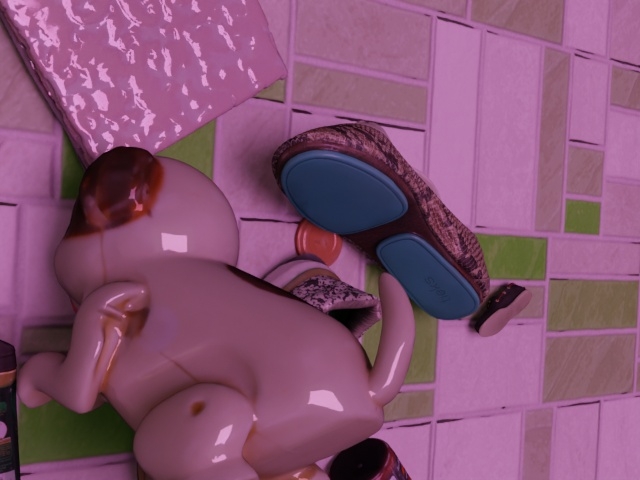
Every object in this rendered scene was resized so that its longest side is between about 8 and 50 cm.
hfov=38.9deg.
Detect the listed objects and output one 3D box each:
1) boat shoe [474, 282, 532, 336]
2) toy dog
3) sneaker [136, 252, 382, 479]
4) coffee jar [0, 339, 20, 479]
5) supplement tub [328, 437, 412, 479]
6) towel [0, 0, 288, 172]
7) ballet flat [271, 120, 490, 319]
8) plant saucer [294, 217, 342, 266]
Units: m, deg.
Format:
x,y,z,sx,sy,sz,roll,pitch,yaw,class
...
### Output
x,y,z,sx,sy,sz,roll,pitch,yaw,class
0.300,0.117,1.524,0.133,0.042,0.049,-35,138,-31,boat shoe
-0.142,0.087,0.969,0.395,0.408,0.284,-43,154,16,toy dog
-0.068,0.183,1.143,0.410,0.182,0.158,-53,121,-23,sneaker
-0.365,0.191,0.962,0.079,0.096,0.184,-3,94,-35,coffee jar
0.099,0.392,1.336,0.106,0.106,0.198,-45,119,-28,supplement tub
-0.219,-0.281,1.082,0.317,0.053,0.332,-37,114,-30,towel
0.093,-0.057,1.288,0.483,0.164,0.182,40,41,-42,ballet flat
0.000,0.000,1.295,0.083,0.013,0.083,-2,93,-38,plant saucer
